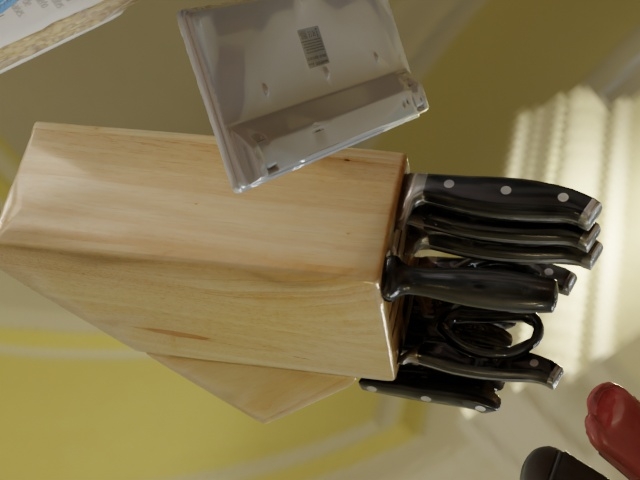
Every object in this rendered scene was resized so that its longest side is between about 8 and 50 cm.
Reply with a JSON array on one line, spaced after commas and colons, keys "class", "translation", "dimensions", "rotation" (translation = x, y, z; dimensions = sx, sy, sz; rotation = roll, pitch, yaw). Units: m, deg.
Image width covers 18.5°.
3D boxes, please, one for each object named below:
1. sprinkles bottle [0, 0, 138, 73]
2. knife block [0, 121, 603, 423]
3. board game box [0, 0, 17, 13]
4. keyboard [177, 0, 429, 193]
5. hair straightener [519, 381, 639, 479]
[{"class": "sprinkles bottle", "translation": [-0.097, -0.144, 0.764], "dimensions": [0.121, 0.355, 0.121], "rotation": [61, -167, -24]}, {"class": "knife block", "translation": [0.000, 0.000, 1.045], "dimensions": [0.276, 0.242, 0.088], "rotation": [33, -130, -24]}, {"class": "board game box", "translation": [-0.259, -0.125, 0.515], "dimensions": [0.302, 0.086, 0.308], "rotation": [-42, -62, -26]}, {"class": "keyboard", "translation": [-0.002, -0.074, 0.851], "dimensions": [0.072, 0.014, 0.256], "rotation": [67, -159, -2]}, {"class": "hair straightener", "translation": [0.167, 0.150, 0.753], "dimensions": [0.230, 0.089, 0.047], "rotation": [36, -146, -10]}]
